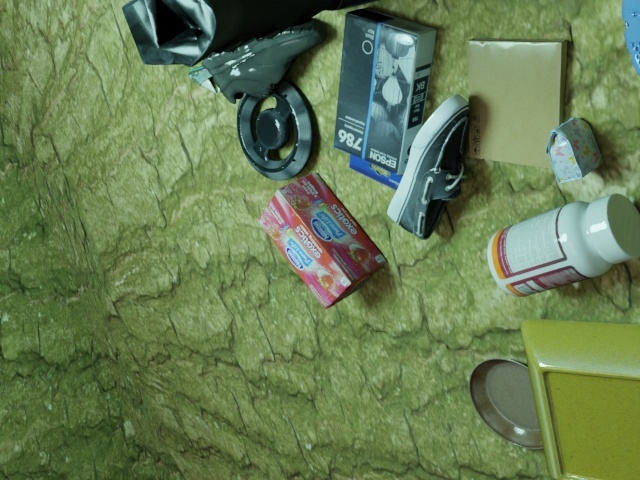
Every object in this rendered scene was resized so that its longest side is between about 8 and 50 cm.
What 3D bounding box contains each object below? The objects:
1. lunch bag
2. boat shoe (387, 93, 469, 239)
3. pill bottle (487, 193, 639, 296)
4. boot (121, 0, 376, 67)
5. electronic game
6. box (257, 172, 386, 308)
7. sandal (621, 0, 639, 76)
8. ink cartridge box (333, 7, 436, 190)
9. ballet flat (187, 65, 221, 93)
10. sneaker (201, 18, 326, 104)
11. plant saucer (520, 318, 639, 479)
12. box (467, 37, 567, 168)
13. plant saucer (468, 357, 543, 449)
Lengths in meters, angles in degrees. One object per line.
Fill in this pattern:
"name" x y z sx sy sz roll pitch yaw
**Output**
"lunch bag" 0.381 -0.139 1.053 0.053 0.071 0.083 -8 108 52
"boat shoe" 0.209 -0.116 1.222 0.102 0.108 0.301 43 139 21
"pill bottle" 0.384 0.009 1.096 0.221 0.121 0.121 -26 92 49
"boot" -0.025 -0.396 1.039 0.367 0.445 0.146 -11 104 49
"electronic game" -0.102 -0.244 1.518 0.229 0.048 0.229 16 114 39
"box" 0.000 0.000 1.494 0.257 0.123 0.128 52 140 11
"sandal" 0.421 -0.341 0.846 0.126 0.138 0.317 11 121 41
"ink cartridge box" 0.110 -0.243 1.287 0.165 0.065 0.332 28 131 33
"ballet flat" -0.218 -0.376 1.550 0.221 0.077 0.079 -12 106 45
"sneaker" -0.101 -0.360 1.400 0.286 0.109 0.130 -9 117 36
"plant saucer" 0.500 0.301 1.145 0.333 0.081 0.332 -2 111 39
"box" 0.312 -0.220 1.117 0.164 0.021 0.201 16 122 41
"plant saucer" 0.380 0.307 1.338 0.199 0.036 0.198 24 127 36
